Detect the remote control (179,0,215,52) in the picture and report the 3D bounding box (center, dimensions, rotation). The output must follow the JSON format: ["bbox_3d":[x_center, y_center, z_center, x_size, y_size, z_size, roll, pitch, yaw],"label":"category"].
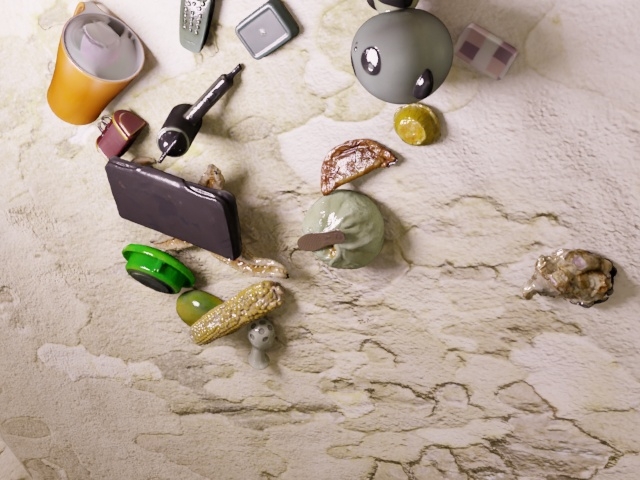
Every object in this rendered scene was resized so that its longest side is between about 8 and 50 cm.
[{"bbox_3d":[-0.251,-0.489,1.686,0.072,0.042,0.222,27,132,10],"label":"remote control"}]

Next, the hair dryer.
[{"bbox_3d":[-0.257,-0.287,1.770,0.078,0.195,0.248,39,114,-17],"label":"hair dryer"}]

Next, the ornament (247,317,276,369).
[{"bbox_3d":[-0.158,0.269,2.186,0.081,0.074,0.156,-6,133,-17],"label":"ornament"}]

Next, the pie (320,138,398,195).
[{"bbox_3d":[0.069,-0.169,1.738,0.191,0.033,0.088,-23,98,27],"label":"pie"}]

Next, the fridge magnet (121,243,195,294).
[{"bbox_3d":[-0.430,0.077,2.163,0.208,0.088,0.208,20,159,8],"label":"fridge magnet"}]

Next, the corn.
[{"bbox_3d":[-0.214,0.183,2.097,0.288,0.086,0.086,-30,106,19],"label":"corn"}]

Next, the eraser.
[{"bbox_3d":[0.297,-0.340,1.480,0.105,0.026,0.065,33,131,6],"label":"eraser"}]

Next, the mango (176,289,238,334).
[{"bbox_3d":[-0.303,0.203,2.209,0.191,0.085,0.122,29,125,9],"label":"mango"}]

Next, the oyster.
[{"bbox_3d":[0.491,0.090,1.655,0.163,0.081,0.191,42,138,-9],"label":"oyster"}]

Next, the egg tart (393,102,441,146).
[{"bbox_3d":[0.188,-0.223,1.626,0.105,0.039,0.105,17,132,19],"label":"egg tart"}]

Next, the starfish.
[{"bbox_3d":[-0.284,-0.064,1.994,0.432,0.082,0.323,12,128,33],"label":"starfish"}]

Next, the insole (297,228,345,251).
[{"bbox_3d":[0.000,0.000,1.774,0.135,0.002,0.045,-11,112,39],"label":"insole"}]

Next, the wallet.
[{"bbox_3d":[-0.356,-0.082,1.941,0.378,0.051,0.197,18,135,24],"label":"wallet"}]

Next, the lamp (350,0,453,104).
[{"bbox_3d":[0.139,-0.364,1.458,0.198,0.198,0.243,-3,106,33],"label":"lamp"}]

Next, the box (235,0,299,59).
[{"bbox_3d":[-0.111,-0.425,1.657,0.126,0.031,0.091,-23,110,39],"label":"box"}]

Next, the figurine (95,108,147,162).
[{"bbox_3d":[-0.502,-0.254,1.980,0.098,0.082,0.154,42,134,-12],"label":"figurine"}]

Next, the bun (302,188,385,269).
[{"bbox_3d":[0.049,-0.016,1.813,0.196,0.118,0.195,14,126,21],"label":"bun"}]

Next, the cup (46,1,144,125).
[{"bbox_3d":[-0.528,-0.399,1.856,0.264,0.182,0.226,-37,67,50],"label":"cup"}]
